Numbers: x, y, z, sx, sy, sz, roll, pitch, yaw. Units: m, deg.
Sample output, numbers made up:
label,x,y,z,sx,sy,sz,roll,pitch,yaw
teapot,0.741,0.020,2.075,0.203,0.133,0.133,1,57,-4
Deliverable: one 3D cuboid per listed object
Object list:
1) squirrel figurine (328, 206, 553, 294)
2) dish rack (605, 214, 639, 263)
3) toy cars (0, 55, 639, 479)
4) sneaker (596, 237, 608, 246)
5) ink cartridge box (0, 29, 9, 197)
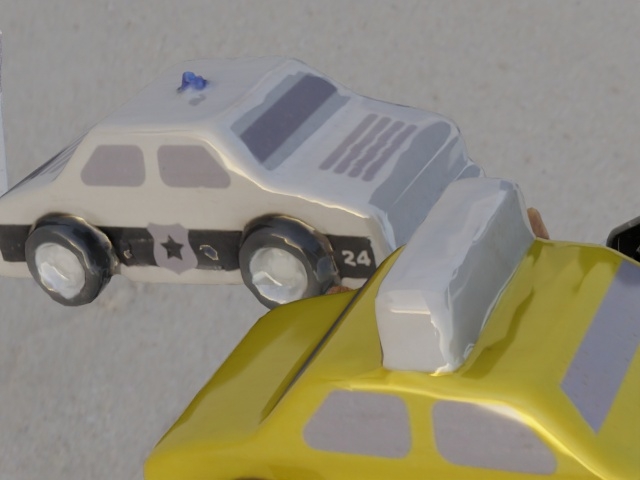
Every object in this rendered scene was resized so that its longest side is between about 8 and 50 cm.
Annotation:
label,x,y,z,sx,sy,sz,roll,pitch,yaw
squirrel figurine,0.135,0.124,1.513,0.370,0.397,0.281,-34,56,0
dish rack,0.282,0.100,0.930,0.074,0.208,0.271,-14,83,-12
toy cars,0.000,0.000,0.464,0.176,0.087,0.394,-22,27,-16
sneaker,0.319,0.055,1.096,0.126,0.321,0.127,-25,103,-26
ink cartridge box,-0.303,-0.099,1.059,0.206,0.208,0.045,32,45,28
